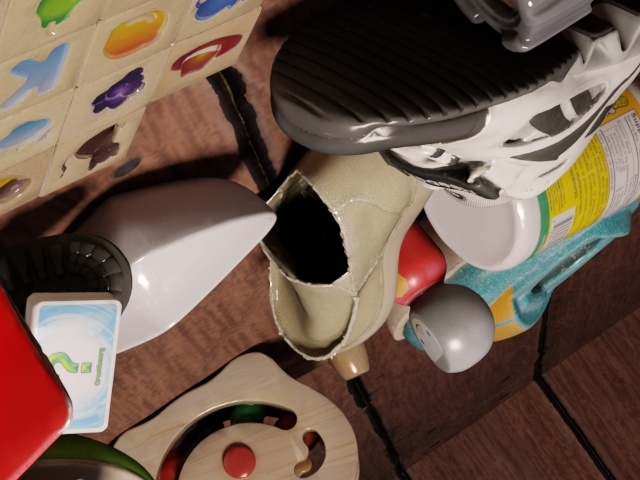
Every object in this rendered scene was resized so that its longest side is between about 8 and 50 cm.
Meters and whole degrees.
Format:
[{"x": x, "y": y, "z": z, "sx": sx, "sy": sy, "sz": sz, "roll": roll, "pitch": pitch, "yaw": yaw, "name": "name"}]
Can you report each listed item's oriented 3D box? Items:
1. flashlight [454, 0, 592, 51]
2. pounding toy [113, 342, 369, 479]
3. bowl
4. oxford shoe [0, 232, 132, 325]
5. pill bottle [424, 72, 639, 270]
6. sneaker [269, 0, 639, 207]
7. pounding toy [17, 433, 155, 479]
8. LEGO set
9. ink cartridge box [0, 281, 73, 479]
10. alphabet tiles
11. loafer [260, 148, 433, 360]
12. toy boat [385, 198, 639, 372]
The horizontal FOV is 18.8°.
[{"x": 0.201, "y": -0.218, "z": 1.028, "sx": 0.304, "sy": 0.103, "sz": 0.103, "roll": -33, "pitch": -167, "yaw": -13, "name": "flashlight"}, {"x": -0.050, "y": 0.194, "z": 1.710, "sx": 0.269, "sy": 0.154, "sz": 0.155, "roll": -33, "pitch": 166, "yaw": -7, "name": "pounding toy"}, {"x": -0.109, "y": 0.013, "z": 1.163, "sx": 0.142, "sy": 0.053, "sz": 0.142, "roll": -44, "pitch": 163, "yaw": 34, "name": "bowl"}, {"x": -0.193, "y": 0.062, "z": 1.097, "sx": 0.227, "sy": 0.083, "sz": 0.096, "roll": -32, "pitch": 178, "yaw": 19, "name": "oxford shoe"}, {"x": 0.184, "y": -0.067, "z": 1.459, "sx": 0.208, "sy": 0.117, "sz": 0.117, "roll": -26, "pitch": 164, "yaw": -32, "name": "pill bottle"}, {"x": 0.089, "y": -0.070, "z": 1.127, "sx": 0.330, "sy": 0.122, "sz": 0.146, "roll": -19, "pitch": 135, "yaw": -46, "name": "sneaker"}, {"x": -0.219, "y": 0.156, "z": 1.346, "sx": 0.183, "sy": 0.110, "sz": 0.237, "roll": -26, "pitch": 139, "yaw": 10, "name": "pounding toy"}, {"x": -0.197, "y": 0.149, "z": 1.003, "sx": 0.182, "sy": 0.060, "sz": 0.244, "roll": 1, "pitch": 107, "yaw": -29, "name": "LEGO set"}, {"x": -0.184, "y": -0.003, "z": 0.543, "sx": 0.134, "sy": 0.231, "sz": 0.078, "roll": -45, "pitch": 164, "yaw": 34, "name": "ink cartridge box"}, {"x": -0.125, "y": -0.090, "z": 0.864, "sx": 0.285, "sy": 0.011, "sz": 0.342, "roll": -28, "pitch": 165, "yaw": -29, "name": "alphabet tiles"}, {"x": 0.000, "y": 0.000, "z": 1.306, "sx": 0.092, "sy": 0.102, "sz": 0.268, "roll": -27, "pitch": 155, "yaw": -27, "name": "loafer"}, {"x": 0.136, "y": 0.022, "z": 1.584, "sx": 0.267, "sy": 0.148, "sz": 0.318, "roll": -42, "pitch": 165, "yaw": 27, "name": "toy boat"}]
